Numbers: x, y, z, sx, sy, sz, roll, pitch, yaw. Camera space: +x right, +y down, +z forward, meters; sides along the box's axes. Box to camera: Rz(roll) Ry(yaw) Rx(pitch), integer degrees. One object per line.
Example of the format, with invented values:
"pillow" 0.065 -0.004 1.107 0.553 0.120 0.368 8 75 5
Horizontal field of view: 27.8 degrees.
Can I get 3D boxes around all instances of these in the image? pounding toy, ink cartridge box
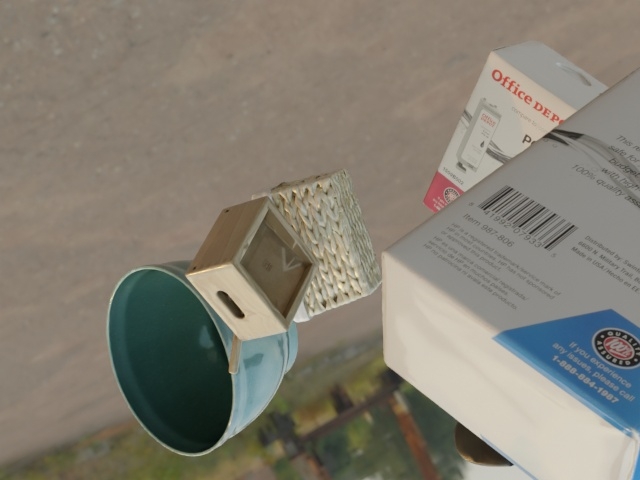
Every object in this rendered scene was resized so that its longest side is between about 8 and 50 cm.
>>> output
"pounding toy" -0.080 0.052 1.456 0.100 0.141 0.130 -15 -145 37
"ink cartridge box" 0.293 0.035 1.206 0.395 0.285 0.166 -34 143 -27
"ink cartridge box" 0.302 -0.124 1.918 0.117 0.207 0.283 -19 140 -45

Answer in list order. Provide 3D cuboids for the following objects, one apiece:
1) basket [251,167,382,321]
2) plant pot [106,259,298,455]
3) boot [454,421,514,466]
"basket" 0.000 0.000 1.577 0.103 0.167 0.113 -18 -175 15
"plant pot" -0.160 0.157 1.970 0.196 0.293 0.293 -18 167 -44
"boot" 0.305 0.226 1.563 0.263 0.091 0.229 5 -177 30
